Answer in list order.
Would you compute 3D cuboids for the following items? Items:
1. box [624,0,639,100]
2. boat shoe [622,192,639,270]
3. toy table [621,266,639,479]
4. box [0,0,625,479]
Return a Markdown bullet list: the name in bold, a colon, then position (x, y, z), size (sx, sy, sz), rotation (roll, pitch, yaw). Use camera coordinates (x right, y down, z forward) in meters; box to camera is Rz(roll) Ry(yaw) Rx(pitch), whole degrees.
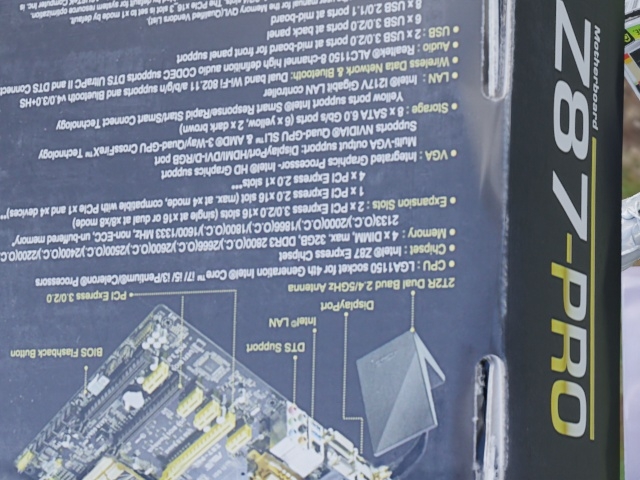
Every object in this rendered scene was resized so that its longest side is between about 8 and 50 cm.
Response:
- **box**: position (0.300, -0.136, 1.239), size (0.207, 0.114, 0.036), rotation (-18, 32, 34)
- **boat shoe**: position (0.323, -0.022, 1.854), size (0.184, 0.063, 0.066), rotation (-20, 71, -10)
- **toy table**: position (0.394, 0.146, 1.975), size (0.161, 0.274, 0.252), rotation (-2, 47, 9)
- **box**: position (-0.105, 0.011, 0.586), size (0.395, 0.097, 0.318), rotation (-4, 76, 28)
